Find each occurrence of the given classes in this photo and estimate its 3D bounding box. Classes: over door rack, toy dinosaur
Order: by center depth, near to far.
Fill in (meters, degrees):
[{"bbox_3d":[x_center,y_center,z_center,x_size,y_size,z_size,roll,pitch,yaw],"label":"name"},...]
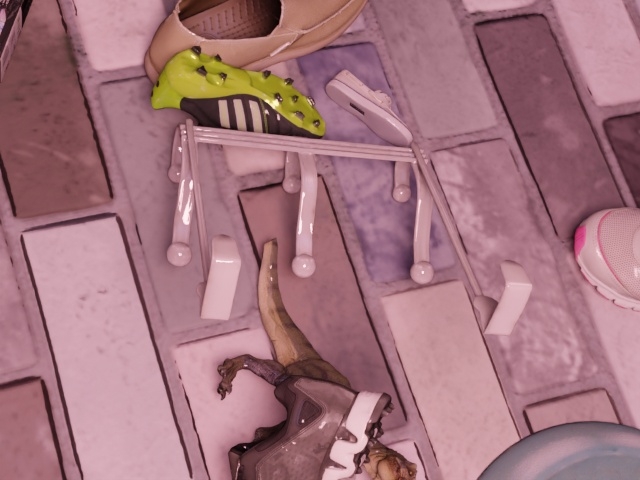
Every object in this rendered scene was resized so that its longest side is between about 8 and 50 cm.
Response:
[{"bbox_3d":[0.000,0.000,1.017,0.239,0.108,0.324,4,23,-13],"label":"over door rack"},{"bbox_3d":[-0.023,0.131,1.054,0.118,0.064,0.268,-24,70,-26],"label":"toy dinosaur"}]

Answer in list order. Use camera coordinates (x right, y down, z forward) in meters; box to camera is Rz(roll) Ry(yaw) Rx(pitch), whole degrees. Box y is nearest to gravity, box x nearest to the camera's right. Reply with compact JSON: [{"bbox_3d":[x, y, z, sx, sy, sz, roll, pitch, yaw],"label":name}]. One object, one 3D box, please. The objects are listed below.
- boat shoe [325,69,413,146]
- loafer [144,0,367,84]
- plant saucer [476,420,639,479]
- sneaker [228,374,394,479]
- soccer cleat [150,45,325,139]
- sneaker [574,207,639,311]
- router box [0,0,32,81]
[{"bbox_3d":[0.053,-0.131,1.200,0.100,0.035,0.035,36,66,10],"label":"boat shoe"},{"bbox_3d":[-0.046,-0.225,1.180,0.268,0.092,0.102,-37,81,-24],"label":"loafer"},{"bbox_3d":[0.263,0.306,1.059,0.317,0.044,0.318,6,65,-13],"label":"plant saucer"},{"bbox_3d":[-0.032,0.209,0.975,0.106,0.078,0.234,24,95,11],"label":"sneaker"},{"bbox_3d":[-0.075,-0.125,1.143,0.179,0.072,0.060,18,45,-36],"label":"soccer cleat"},{"bbox_3d":[0.368,0.013,1.174,0.252,0.111,0.103,10,65,-10],"label":"sneaker"},{"bbox_3d":[-0.332,-0.247,1.141,0.133,0.046,0.179,17,64,-6],"label":"router box"}]
